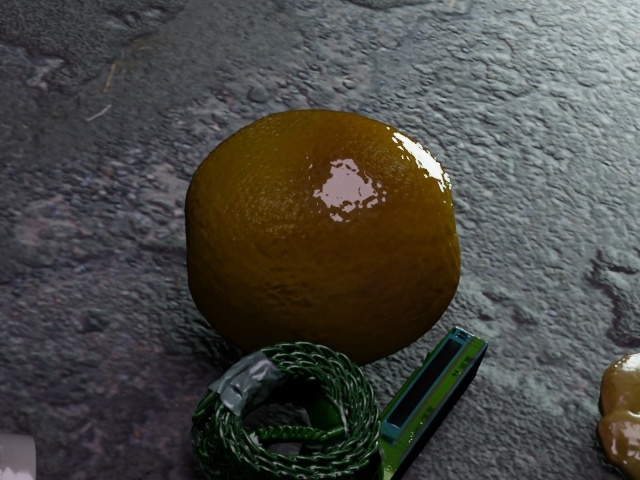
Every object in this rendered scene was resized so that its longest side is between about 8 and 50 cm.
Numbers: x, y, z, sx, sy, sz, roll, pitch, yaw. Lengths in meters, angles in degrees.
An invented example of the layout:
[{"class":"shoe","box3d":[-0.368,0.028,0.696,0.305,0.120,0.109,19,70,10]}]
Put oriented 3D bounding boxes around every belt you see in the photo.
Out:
[{"class":"belt","box3d":[-0.032,0.148,1.519,0.151,0.079,0.121,-7,65,-32]}]

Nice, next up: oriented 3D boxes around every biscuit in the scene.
[{"class":"biscuit","box3d":[0.357,0.166,1.685,0.260,0.041,0.203,0,41,-19]}]

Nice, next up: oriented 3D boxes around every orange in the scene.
[{"class":"orange","box3d":[0.000,0.000,1.611,0.236,0.236,0.236,11,38,-9]}]

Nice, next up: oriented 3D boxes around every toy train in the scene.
[{"class":"toy train","box3d":[0.074,0.144,1.601,0.042,0.044,0.209,28,39,13]}]

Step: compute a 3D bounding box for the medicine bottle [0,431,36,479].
[{"class":"medicine bottle","box3d":[-0.326,0.177,1.337,0.250,0.131,0.131,7,39,-14]}]
